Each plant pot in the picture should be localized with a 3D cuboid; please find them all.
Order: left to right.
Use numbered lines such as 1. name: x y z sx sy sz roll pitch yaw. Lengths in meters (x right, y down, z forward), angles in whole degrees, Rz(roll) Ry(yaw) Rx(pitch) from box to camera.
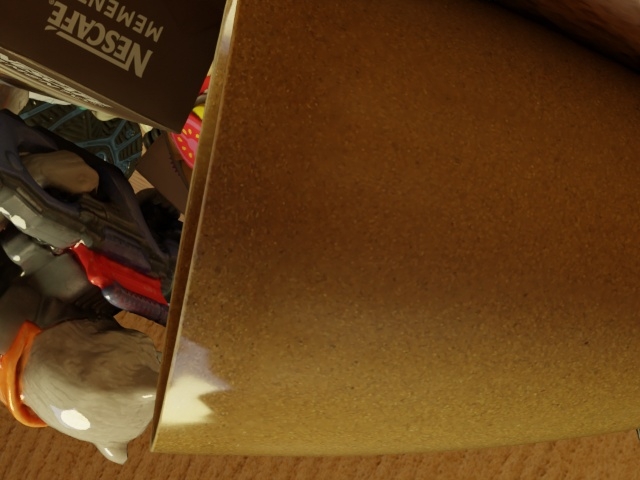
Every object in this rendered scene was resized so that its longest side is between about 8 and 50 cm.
1. plant pot: 0.069 -0.003 0.827 0.254 0.237 0.237 11 176 -5

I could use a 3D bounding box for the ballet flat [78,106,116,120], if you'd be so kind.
1. ballet flat: -0.102 -0.118 1.151 0.086 0.086 0.248 25 176 -12

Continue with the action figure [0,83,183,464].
1. action figure: -0.177 0.012 1.166 0.341 0.178 0.330 33 -167 -51

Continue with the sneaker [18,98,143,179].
1. sneaker: -0.243 -0.117 1.781 0.081 0.080 0.211 28 169 37

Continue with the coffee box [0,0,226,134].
1. coffee box: -0.173 -0.143 0.993 0.141 0.098 0.246 25 176 -38

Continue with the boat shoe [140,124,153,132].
1. boat shoe: -0.067 -0.081 1.431 0.153 0.056 0.048 25 166 -31

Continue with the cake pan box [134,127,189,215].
1. cake pan box: 0.000 0.000 1.247 0.267 0.070 0.246 43 -175 -4

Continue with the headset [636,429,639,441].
1. headset: 0.230 0.108 1.286 0.243 0.185 0.394 27 -174 -33

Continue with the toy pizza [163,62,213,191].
1. toy pizza: -0.015 -0.025 1.037 0.201 0.032 0.201 28 146 22

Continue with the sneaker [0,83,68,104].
1. sneaker: -0.240 -0.139 1.603 0.152 0.053 0.061 18 175 41
